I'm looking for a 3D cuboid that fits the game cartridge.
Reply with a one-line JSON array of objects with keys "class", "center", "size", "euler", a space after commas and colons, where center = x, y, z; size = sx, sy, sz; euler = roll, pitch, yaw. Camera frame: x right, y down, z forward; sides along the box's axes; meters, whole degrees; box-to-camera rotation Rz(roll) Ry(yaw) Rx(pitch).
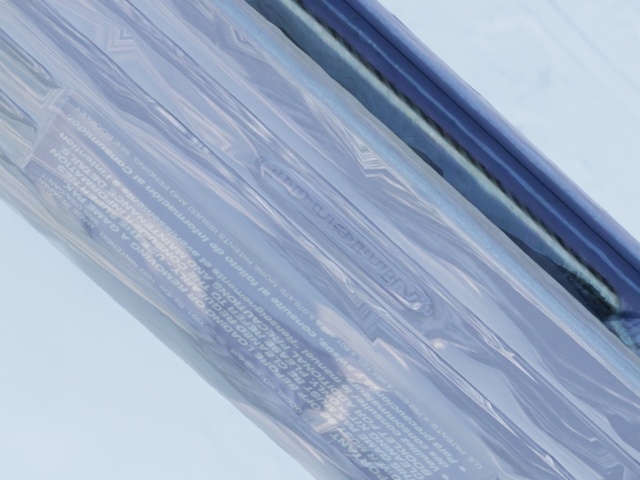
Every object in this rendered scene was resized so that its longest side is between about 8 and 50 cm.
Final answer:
[{"class": "game cartridge", "center": [0.000, 0.000, 0.641], "size": [0.355, 0.068, 0.230], "euler": [42, 155, -5]}]
